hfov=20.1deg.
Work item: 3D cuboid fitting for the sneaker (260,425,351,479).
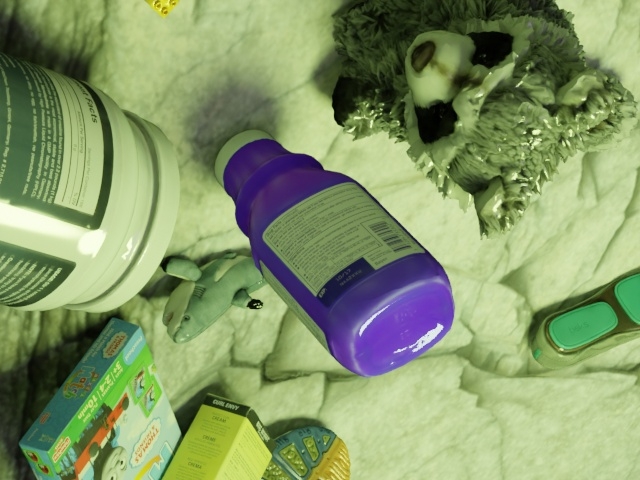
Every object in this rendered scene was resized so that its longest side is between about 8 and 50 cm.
[{"bbox_3d":[-0.092,0.307,1.881,0.112,0.131,0.296,48,67,-10],"label":"sneaker"}]

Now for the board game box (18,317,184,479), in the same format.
[{"bbox_3d":[-0.197,0.203,1.705,0.160,0.039,0.211,-56,147,-35],"label":"board game box"}]

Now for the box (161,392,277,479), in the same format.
[{"bbox_3d":[-0.126,0.272,1.765,0.232,0.058,0.087,-64,150,-24],"label":"box"}]

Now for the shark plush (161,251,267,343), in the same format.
[{"bbox_3d":[-0.079,0.053,1.705,0.161,0.067,0.073,-12,128,-29],"label":"shark plush"}]

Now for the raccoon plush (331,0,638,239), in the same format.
[{"bbox_3d":[0.222,-0.125,1.619,0.446,0.299,0.216,2,120,-37],"label":"raccoon plush"}]

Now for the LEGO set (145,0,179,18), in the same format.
[{"bbox_3d":[-0.141,-0.235,1.421,0.087,0.093,0.227,-48,136,6],"label":"LEGO set"}]

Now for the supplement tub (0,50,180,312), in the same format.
[{"bbox_3d":[-0.265,-0.052,1.401,0.272,0.191,0.191,19,110,-43],"label":"supplement tub"}]

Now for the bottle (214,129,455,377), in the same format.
[{"bbox_3d":[0.000,0.000,1.565,0.118,0.283,0.092,-29,135,-15],"label":"bottle"}]

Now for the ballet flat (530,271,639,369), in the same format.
[{"bbox_3d":[0.329,0.088,2.041,0.213,0.072,0.068,-19,159,-23],"label":"ballet flat"}]
